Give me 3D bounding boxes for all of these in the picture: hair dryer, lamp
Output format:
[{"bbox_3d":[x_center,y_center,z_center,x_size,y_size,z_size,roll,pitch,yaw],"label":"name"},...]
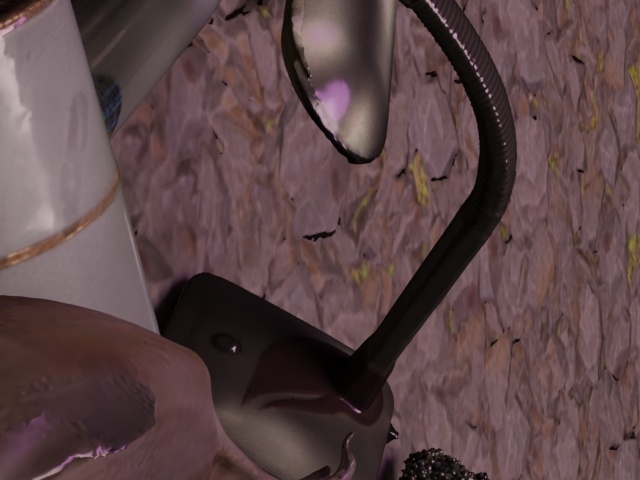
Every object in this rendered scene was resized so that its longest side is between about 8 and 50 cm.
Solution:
[{"bbox_3d":[-0.083,-0.058,0.767,0.357,0.107,0.173,-60,143,-57],"label":"hair dryer"},{"bbox_3d":[0.007,0.001,0.769,0.203,0.124,0.283,-69,177,-56],"label":"lamp"}]

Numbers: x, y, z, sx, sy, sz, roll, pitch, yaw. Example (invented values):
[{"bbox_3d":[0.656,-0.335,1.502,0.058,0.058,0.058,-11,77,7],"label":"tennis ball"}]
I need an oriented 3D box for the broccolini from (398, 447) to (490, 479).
[{"bbox_3d":[0.063,0.225,1.102,0.058,0.067,0.216,-28,123,-58],"label":"broccolini"}]

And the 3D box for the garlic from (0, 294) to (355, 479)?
[{"bbox_3d":[-0.111,0.124,0.528,0.237,0.210,0.292,50,64,-29],"label":"garlic"}]
